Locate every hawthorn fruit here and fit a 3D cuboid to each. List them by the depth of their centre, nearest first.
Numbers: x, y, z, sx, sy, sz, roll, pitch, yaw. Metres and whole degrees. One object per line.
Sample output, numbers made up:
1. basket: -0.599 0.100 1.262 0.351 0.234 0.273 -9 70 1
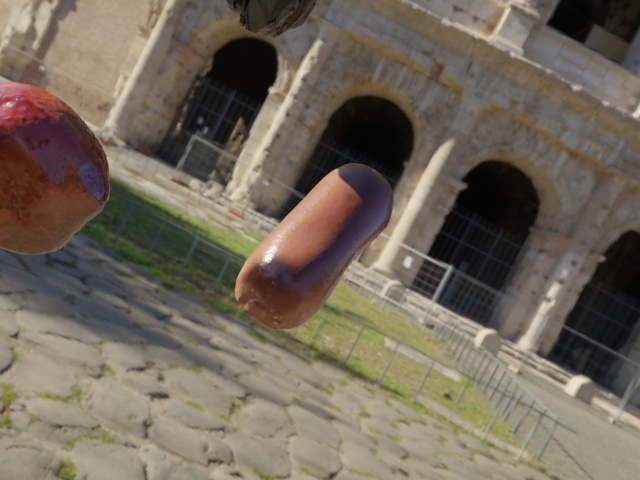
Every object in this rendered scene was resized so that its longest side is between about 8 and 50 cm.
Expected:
1. hawthorn fruit: -0.397 -0.107 0.868 0.205 0.205 0.253 31 -19 50

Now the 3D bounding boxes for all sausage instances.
1. sausage: 0.000 0.000 0.603 0.077 0.194 0.077 28 -34 21

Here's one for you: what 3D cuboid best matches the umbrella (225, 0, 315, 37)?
1. umbrella: -0.072 -0.298 0.511 0.118 0.118 0.340 29 -19 26
